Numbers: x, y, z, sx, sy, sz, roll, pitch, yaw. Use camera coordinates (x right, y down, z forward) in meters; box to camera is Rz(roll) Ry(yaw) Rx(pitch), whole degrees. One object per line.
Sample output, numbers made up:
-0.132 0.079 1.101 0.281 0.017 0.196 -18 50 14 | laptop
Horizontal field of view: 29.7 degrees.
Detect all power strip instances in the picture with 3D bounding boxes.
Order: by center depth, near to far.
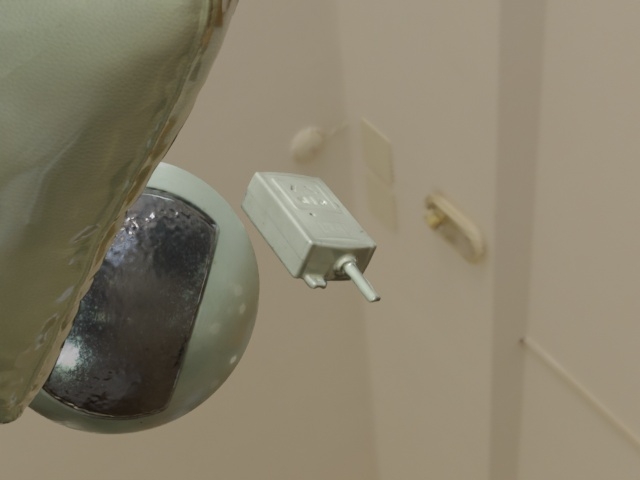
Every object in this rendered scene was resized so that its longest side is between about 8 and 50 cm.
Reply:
0.000 0.000 1.016 0.075 0.175 0.042 3 -56 -38 | power strip

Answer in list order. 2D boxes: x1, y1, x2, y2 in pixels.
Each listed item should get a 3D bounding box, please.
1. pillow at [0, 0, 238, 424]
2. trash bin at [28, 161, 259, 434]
-0.217 -0.073 0.441 0.322 0.120 0.255 27 -60 -10 | pillow
-0.244 0.031 1.326 0.280 0.432 0.281 -4 -78 -20 | trash bin
